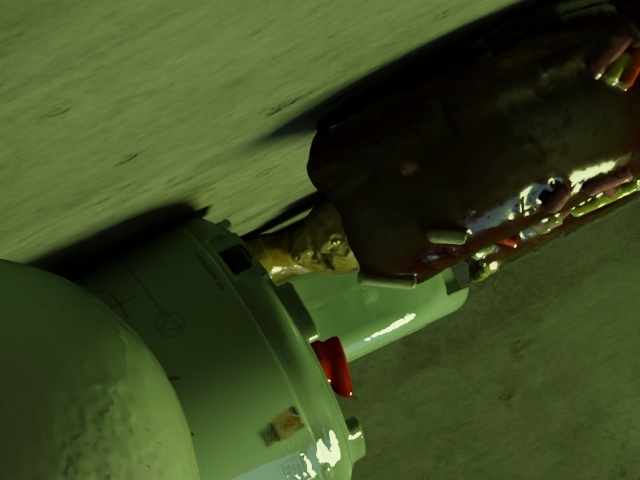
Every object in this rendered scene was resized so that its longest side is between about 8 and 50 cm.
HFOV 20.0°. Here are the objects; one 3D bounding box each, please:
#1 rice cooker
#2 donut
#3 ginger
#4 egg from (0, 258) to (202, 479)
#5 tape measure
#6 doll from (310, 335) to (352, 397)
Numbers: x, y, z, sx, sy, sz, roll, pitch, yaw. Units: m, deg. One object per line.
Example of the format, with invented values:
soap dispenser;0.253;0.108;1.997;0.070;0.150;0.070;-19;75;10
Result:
rice cooker;-0.116;0.122;1.247;0.227;0.241;0.280;-29;142;-13
donut;0.152;-0.068;1.240;0.259;0.136;0.345;-25;175;13
ginger;0.001;0.002;1.466;0.165;0.067;0.096;-27;-165;3
egg;-0.206;0.163;0.877;0.340;0.354;0.354;-49;171;5
tape measure;0.013;0.049;1.642;0.243;0.125;0.246;-24;175;-20
doll;-0.168;0.152;1.450;0.384;0.099;0.188;-9;159;-5
